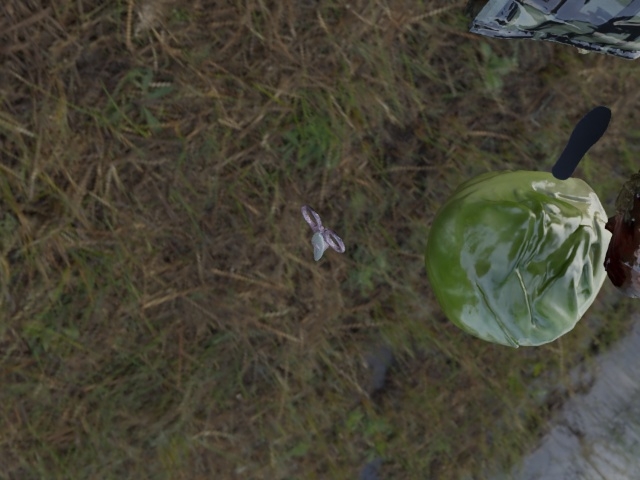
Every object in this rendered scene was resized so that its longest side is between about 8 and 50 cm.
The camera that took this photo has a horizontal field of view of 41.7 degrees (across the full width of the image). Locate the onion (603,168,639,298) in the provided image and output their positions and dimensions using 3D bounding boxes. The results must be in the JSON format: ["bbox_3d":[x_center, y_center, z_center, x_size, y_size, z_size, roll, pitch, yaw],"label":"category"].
[{"bbox_3d":[0.505,-0.029,1.159,0.272,0.195,0.272,-53,159,-32],"label":"onion"}]

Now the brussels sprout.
[{"bbox_3d":[0.333,0.035,1.418,0.327,0.247,0.328,-3,96,-24],"label":"brussels sprout"}]

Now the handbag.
[{"bbox_3d":[0.355,-0.327,0.913,0.326,0.163,0.325,-9,169,-32],"label":"handbag"}]

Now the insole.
[{"bbox_3d":[0.404,-0.151,1.305,0.045,0.002,0.135,25,118,-4],"label":"insole"}]

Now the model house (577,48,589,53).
[{"bbox_3d":[0.536,-0.442,1.471,0.160,0.196,0.254,40,60,-31],"label":"model house"}]

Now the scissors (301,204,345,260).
[{"bbox_3d":[0.000,0.000,1.217,0.022,0.085,0.176,-43,171,-13],"label":"scissors"}]
